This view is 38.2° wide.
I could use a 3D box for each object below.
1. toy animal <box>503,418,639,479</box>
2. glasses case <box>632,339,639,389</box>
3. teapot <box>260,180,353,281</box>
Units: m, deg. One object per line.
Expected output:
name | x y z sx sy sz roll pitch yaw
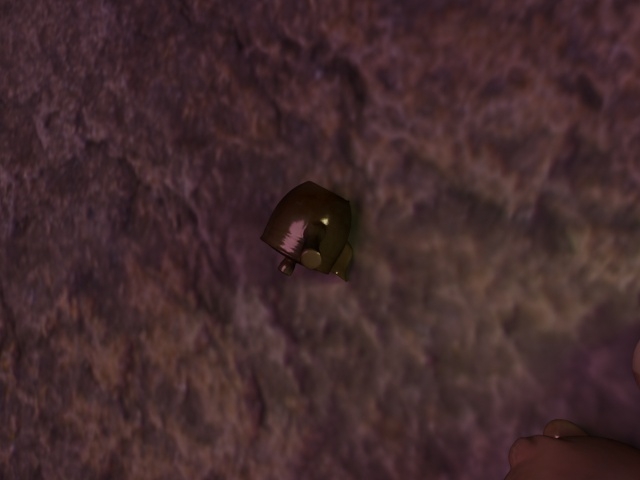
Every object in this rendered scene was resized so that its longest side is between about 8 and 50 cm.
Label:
toy animal | 0.142 0.309 0.556 0.247 0.278 0.345 -42 69 42
glasses case | 0.273 0.137 0.581 0.081 0.051 0.204 -40 67 27
teapot | 0.000 0.000 0.757 0.085 0.110 0.080 28 92 -12
